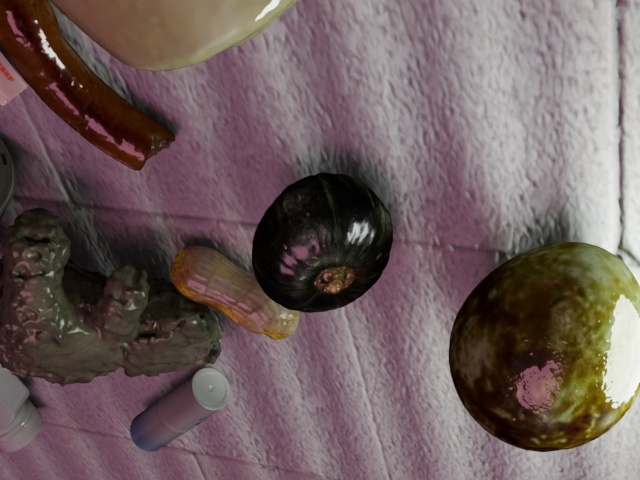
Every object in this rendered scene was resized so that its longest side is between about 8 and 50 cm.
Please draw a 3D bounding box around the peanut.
[{"bbox_3d":[-0.123,0.075,1.685,0.206,0.087,0.087,29,141,-4],"label":"peanut"}]

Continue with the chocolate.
[{"bbox_3d":[-0.130,-0.306,1.062,0.314,0.326,0.297,-36,115,11],"label":"chocolate"}]

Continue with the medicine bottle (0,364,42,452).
[{"bbox_3d":[-0.645,0.269,2.157,0.161,0.111,0.296,-3,135,30],"label":"medicine bottle"}]

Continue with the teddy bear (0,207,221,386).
[{"bbox_3d":[-0.325,0.109,1.759,0.367,0.225,0.357,7,161,-20],"label":"teddy bear"}]

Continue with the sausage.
[{"bbox_3d":[-0.311,-0.200,1.471,0.103,0.076,0.302,-24,123,33],"label":"sausage"}]

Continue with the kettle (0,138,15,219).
[{"bbox_3d":[-0.567,-0.007,1.709,0.265,0.205,0.318,42,140,-1],"label":"kettle"}]

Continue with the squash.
[{"bbox_3d":[0.001,0.004,1.475,0.193,0.156,0.193,-17,162,-6],"label":"squash"}]

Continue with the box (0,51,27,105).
[{"bbox_3d":[-0.429,-0.220,1.478,0.089,0.043,0.125,55,166,-23],"label":"box"}]

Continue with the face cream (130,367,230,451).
[{"bbox_3d":[-0.248,0.298,2.011,0.077,0.077,0.250,36,140,-15],"label":"face cream"}]

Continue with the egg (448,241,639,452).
[{"bbox_3d":[0.285,0.127,1.413,0.238,0.238,0.289,25,138,-1],"label":"egg"}]
